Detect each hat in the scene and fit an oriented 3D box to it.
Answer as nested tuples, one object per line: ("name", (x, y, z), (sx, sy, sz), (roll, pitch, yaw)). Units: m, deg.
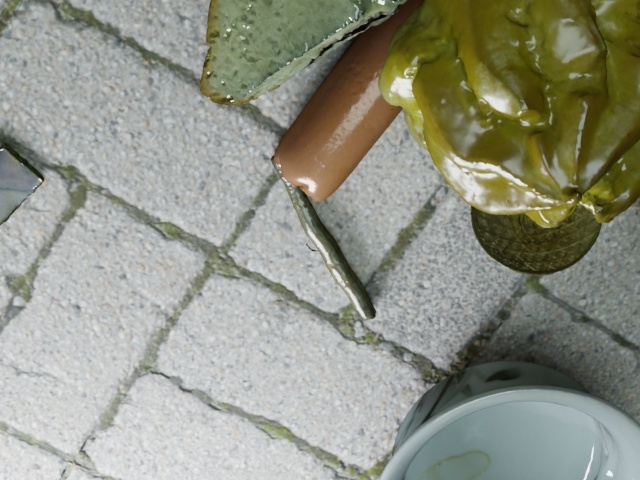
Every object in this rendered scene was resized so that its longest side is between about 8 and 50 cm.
("hat", (0.241, -0.025, 1.386), (0.146, 0.067, 0.146), (-2, 76, 7))

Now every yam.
("yam", (0.001, -0.001, 1.397), (0.027, 0.029, 0.234), (-45, 117, -29))

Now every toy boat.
("toy boat", (-0.362, -0.048, 1.350), (0.115, 0.016, 0.063), (-41, 111, 14))

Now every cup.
("cup", (0.222, 0.280, 1.472), (0.347, 0.163, 0.347), (-2, 116, -4))

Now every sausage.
("sausage", (0.056, -0.167, 1.286), (0.086, 0.086, 0.289), (32, 111, -18))

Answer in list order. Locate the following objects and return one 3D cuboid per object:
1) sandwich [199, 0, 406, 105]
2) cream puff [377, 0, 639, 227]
("sandwich", (0.011, -0.249, 1.188), (0.254, 0.099, 0.289), (18, 117, 16))
("cream puff", (0.230, -0.140, 1.159), (0.291, 0.257, 0.324), (-33, 158, 8))
